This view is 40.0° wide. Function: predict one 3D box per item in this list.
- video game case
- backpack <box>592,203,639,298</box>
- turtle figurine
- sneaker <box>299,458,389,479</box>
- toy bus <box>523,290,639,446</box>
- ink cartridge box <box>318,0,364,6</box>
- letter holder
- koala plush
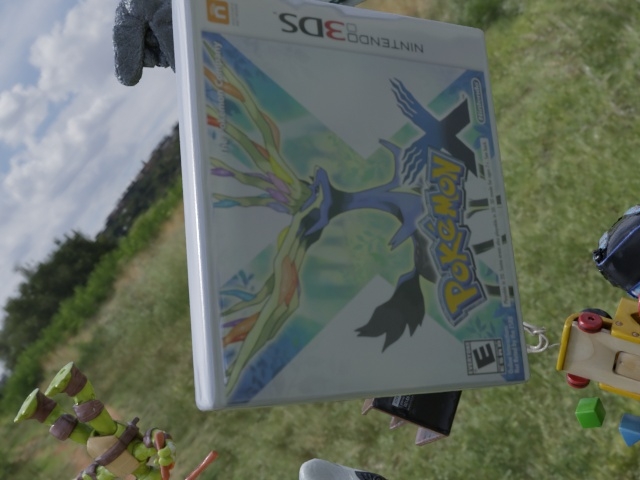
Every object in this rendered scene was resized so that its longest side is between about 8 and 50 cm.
[{"bbox_3d":[0.032,-0.037,0.721,0.036,0.300,0.329,-22,70,58],"label":"video game case"},{"bbox_3d":[0.545,0.010,1.498,0.158,0.117,0.173,-47,-6,12],"label":"backpack"},{"bbox_3d":[-0.260,0.250,1.108,0.269,0.217,0.087,-31,19,37],"label":"turtle figurine"},{"bbox_3d":[0.069,0.519,1.819,0.086,0.237,0.085,81,-149,-56],"label":"sneaker"},{"bbox_3d":[0.363,0.121,1.029,0.191,0.202,0.104,-32,10,41],"label":"toy bus"},{"bbox_3d":[-0.025,-0.389,1.094,0.275,0.239,0.060,-25,45,6],"label":"ink cartridge box"},{"bbox_3d":[0.193,0.224,1.707,0.214,0.152,0.301,115,176,-69],"label":"letter holder"},{"bbox_3d":[-0.370,-0.466,1.977,0.196,0.203,0.221,-9,16,-1],"label":"koala plush"}]
